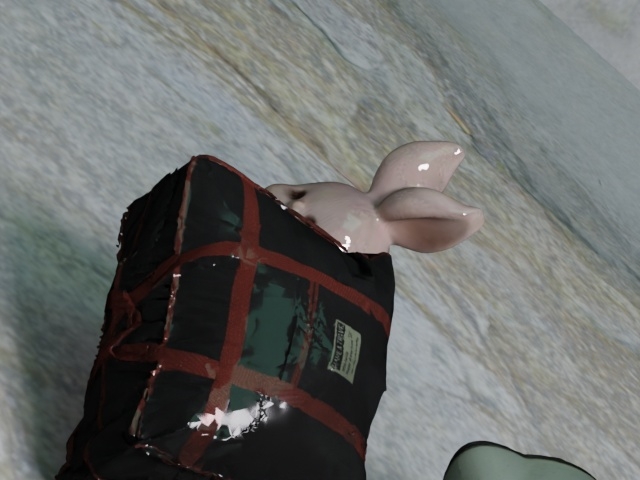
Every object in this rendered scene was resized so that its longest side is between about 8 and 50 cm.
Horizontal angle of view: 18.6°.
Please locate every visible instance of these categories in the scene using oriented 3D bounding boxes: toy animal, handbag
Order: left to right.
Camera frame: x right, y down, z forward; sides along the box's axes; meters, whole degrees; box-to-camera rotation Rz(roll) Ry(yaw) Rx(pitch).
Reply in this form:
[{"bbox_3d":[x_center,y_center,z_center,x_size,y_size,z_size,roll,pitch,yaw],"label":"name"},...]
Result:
[{"bbox_3d":[-0.052,0.075,1.142,0.169,0.155,0.215,25,55,-24],"label":"handbag"},{"bbox_3d":[-0.001,0.000,1.301,0.124,0.212,0.124,40,18,-16],"label":"toy animal"}]

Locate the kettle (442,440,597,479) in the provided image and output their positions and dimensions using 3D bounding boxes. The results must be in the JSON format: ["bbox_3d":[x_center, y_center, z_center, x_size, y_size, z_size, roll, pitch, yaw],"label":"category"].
[{"bbox_3d":[0.141,0.264,1.165,0.236,0.161,0.221,-101,164,-57],"label":"kettle"}]
